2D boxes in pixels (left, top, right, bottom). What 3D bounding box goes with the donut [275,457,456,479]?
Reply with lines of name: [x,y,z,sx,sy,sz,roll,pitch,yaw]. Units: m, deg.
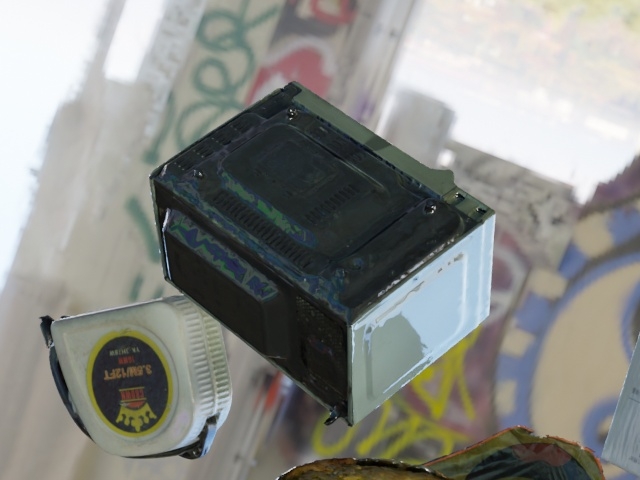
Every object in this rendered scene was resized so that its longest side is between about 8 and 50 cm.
donut: [0.069,0.367,1.682,0.299,0.150,0.317,23,-159,18]

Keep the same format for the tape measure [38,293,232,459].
tape measure: [-0.255,0.201,2.068,0.271,0.231,0.133,-10,180,29]

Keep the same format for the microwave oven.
microwave oven: [0.000,0.000,1.796,0.286,0.218,0.355,-34,-126,-28]

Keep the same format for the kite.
kite: [0.247,0.400,1.882,0.377,0.328,0.013,20,-174,30]

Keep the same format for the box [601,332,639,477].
box: [0.425,0.174,1.464,0.111,0.195,0.260,13,-174,-36]
